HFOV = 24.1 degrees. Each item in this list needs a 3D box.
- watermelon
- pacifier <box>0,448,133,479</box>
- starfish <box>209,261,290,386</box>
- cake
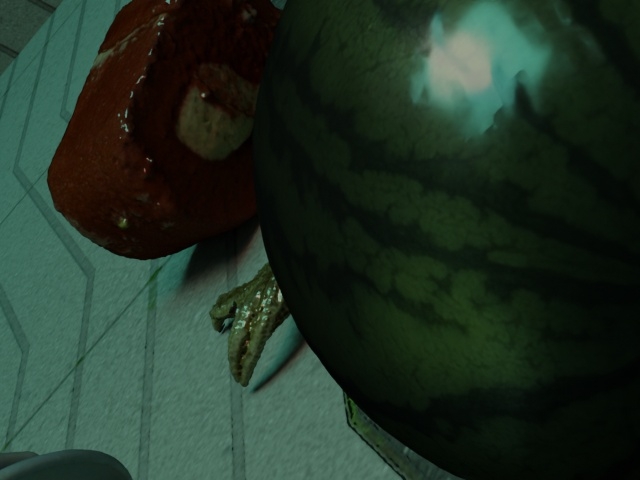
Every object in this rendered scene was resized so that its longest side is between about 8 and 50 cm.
[{"bbox_3d":[0.108,-0.040,0.650,0.279,0.279,0.359,-46,21,14],"label":"watermelon"},{"bbox_3d":[-0.227,0.271,1.022,0.279,0.227,0.207,-48,62,11],"label":"pacifier"},{"bbox_3d":[0.000,0.000,1.127,0.277,0.062,0.235,-30,25,51],"label":"starfish"},{"bbox_3d":[-0.116,-0.112,1.349,0.151,0.177,0.283,-27,38,46],"label":"cake"}]
